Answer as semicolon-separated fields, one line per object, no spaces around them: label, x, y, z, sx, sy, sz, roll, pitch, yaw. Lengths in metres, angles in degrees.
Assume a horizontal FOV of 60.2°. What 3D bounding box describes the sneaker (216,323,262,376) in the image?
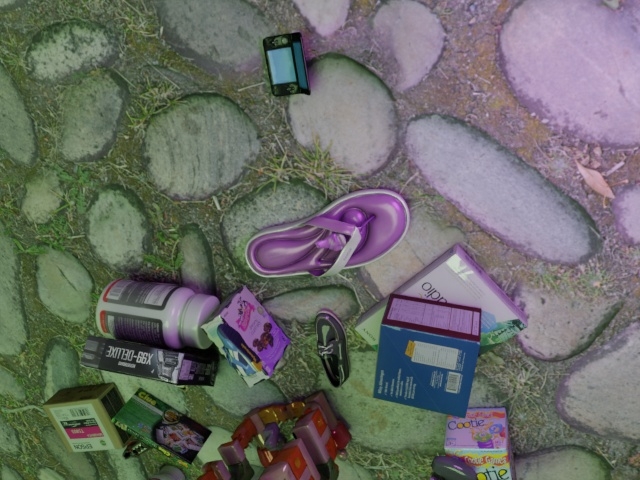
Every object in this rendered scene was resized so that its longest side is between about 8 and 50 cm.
sneaker;-0.197;0.255;1.263;0.059;0.053;0.144;-33;99;18

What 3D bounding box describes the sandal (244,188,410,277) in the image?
sandal;0.007;0.013;1.249;0.416;0.102;0.169;-20;106;24

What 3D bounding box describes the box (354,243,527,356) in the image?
box;0.268;0.189;1.271;0.232;0.058;0.322;45;120;-5

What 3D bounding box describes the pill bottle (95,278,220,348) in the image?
pill bottle;-0.414;0.194;1.430;0.283;0.161;0.161;6;115;15

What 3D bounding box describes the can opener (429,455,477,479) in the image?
can opener;0.380;0.572;1.233;0.281;0.074;0.093;18;116;8

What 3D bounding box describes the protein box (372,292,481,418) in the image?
protein box;0.231;0.247;1.200;0.201;0.136;0.199;9;116;14

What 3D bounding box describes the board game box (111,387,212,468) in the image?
board game box;-0.461;0.547;1.618;0.260;0.136;0.030;30;122;3

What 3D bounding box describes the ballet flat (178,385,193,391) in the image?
ballet flat;-0.436;0.372;1.578;0.168;0.052;0.057;31;121;3

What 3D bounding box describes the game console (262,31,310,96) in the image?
game console;-0.069;-0.356;1.127;0.107;0.071;0.122;-2;112;18

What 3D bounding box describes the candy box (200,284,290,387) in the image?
candy box;-0.181;0.234;1.372;0.070;0.165;0.196;-33;101;26

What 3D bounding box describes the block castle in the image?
block castle;-0.116;0.589;1.354;0.303;0.453;0.212;-23;97;24

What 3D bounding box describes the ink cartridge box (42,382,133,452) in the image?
ink cartridge box;-0.721;0.559;1.732;0.235;0.088;0.193;-13;107;22

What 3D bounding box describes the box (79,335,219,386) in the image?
box;-0.418;0.312;1.407;0.243;0.307;0.076;9;76;7

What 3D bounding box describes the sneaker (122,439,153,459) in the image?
sneaker;-0.565;0.653;1.737;0.158;0.065;0.061;-36;99;28

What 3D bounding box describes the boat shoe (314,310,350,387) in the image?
boat shoe;0.028;0.275;1.380;0.075;0.065;0.206;-7;111;21

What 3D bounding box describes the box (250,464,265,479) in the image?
box;-0.153;0.834;1.675;0.169;0.087;0.289;6;114;15

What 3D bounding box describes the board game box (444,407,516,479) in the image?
board game box;0.398;0.565;1.348;0.144;0.142;0.275;-8;111;20

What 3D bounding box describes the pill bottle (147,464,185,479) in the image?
pill bottle;-0.510;0.808;1.702;0.121;0.216;0.121;7;115;15
